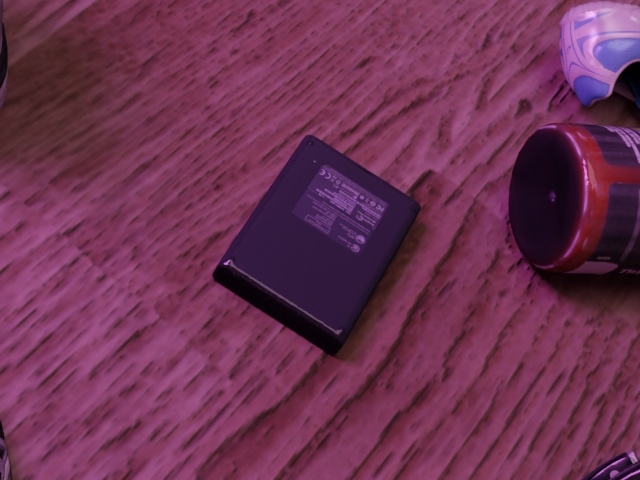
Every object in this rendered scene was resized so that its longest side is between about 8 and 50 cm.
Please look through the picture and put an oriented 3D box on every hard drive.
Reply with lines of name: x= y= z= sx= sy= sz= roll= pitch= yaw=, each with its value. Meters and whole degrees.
hard drive: x=0.000 y=0.000 z=0.987 sx=0.094 sy=0.022 sz=0.135 roll=33 pitch=50 yaw=-1

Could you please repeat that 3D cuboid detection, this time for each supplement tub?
supplement tub: x=0.240 y=-0.026 z=1.064 sx=0.197 sy=0.106 sz=0.106 roll=3 pitch=56 yaw=-24

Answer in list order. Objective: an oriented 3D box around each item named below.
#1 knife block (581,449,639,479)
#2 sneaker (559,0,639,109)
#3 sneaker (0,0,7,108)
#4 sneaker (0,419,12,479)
knife block: x=0.075 y=0.217 z=0.727 sx=0.275 sy=0.242 sz=0.088 roll=-31 pitch=73 yaw=-37
sneaker: x=0.286 y=-0.141 z=1.192 sx=0.237 sy=0.085 sz=0.086 roll=-3 pitch=85 yaw=-31
sneaker: x=-0.297 y=-0.246 z=0.899 sx=0.137 sy=0.210 sz=0.366 roll=-29 pitch=73 yaw=-37
sneaker: x=-0.190 y=0.140 z=0.762 sx=0.084 sy=0.083 sz=0.215 roll=1 pitch=56 yaw=-22
